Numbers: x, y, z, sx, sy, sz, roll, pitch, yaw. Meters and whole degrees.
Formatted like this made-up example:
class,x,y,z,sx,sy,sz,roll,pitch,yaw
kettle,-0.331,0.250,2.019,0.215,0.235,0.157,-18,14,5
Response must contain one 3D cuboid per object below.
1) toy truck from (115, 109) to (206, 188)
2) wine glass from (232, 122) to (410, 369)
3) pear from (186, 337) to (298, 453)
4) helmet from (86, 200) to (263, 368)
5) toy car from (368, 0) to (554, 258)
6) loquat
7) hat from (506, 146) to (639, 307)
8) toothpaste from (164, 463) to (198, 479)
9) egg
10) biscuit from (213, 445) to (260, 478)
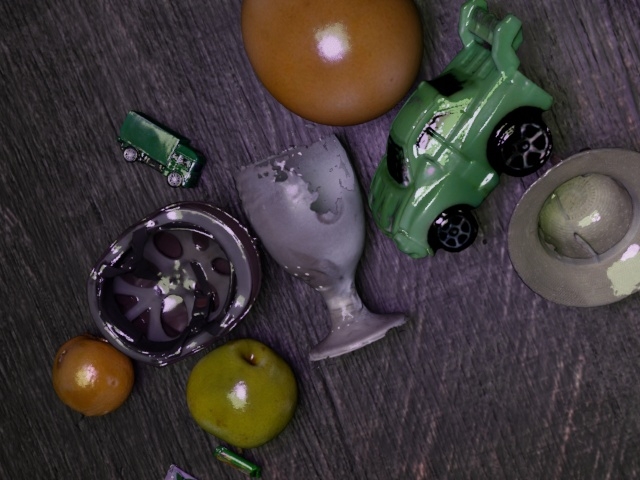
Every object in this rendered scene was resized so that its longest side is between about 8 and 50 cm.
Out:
class,x,y,z,sx,sy,sz,roll,pitch,yaw
toy truck,-0.261,-0.144,1.734,0.147,0.065,0.079,32,98,9
wine glass,-0.002,0.003,1.635,0.191,0.190,0.356,-19,95,14
pear,-0.131,0.264,1.715,0.180,0.166,0.216,17,132,2
helmet,-0.215,0.057,1.689,0.305,0.177,0.225,-32,93,11
toy car,0.193,-0.155,1.532,0.176,0.213,0.358,33,104,-28
loquat,-0.385,0.226,1.768,0.141,0.141,0.141,1,96,12
hat,0.388,-0.039,1.558,0.257,0.130,0.257,-2,115,-5
toothpaste,-0.191,0.438,1.801,0.170,0.028,0.045,23,94,13
egg,0.011,-0.309,1.551,0.250,0.250,0.322,-47,49,13
biscuit,-0.142,0.374,1.776,0.089,0.046,0.016,27,60,10
